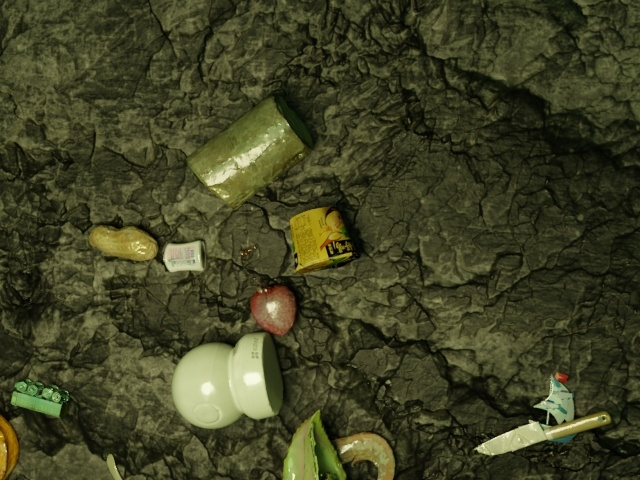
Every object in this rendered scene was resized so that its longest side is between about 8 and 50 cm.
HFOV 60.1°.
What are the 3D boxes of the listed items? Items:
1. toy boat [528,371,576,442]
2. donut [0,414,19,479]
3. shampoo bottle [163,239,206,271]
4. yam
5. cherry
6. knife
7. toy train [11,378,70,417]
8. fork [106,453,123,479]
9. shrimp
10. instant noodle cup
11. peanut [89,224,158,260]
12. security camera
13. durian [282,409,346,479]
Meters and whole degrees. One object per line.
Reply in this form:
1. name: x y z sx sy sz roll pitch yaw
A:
1. toy boat: 0.527 0.375 1.217 0.105 0.034 0.149 28 83 9
2. donut: -0.872 0.526 1.365 0.253 0.118 0.253 1 93 10
3. shampoo bottle: -0.323 0.039 1.308 0.099 0.043 0.072 -5 91 9
4. yam: -0.154 -0.190 1.222 0.268 0.161 0.161 -35 87 6
5. cherry: -0.117 0.110 1.265 0.107 0.090 0.225 -22 80 20
6. knife: 0.473 0.415 1.196 0.298 0.017 0.047 -29 80 24
7. toy train: -0.692 0.391 1.375 0.148 0.038 0.071 13 96 7
8. fork: -0.475 0.629 1.364 0.034 0.028 0.219 -30 84 15
9. shrimp: 0.063 0.524 1.273 0.219 0.046 0.152 -9 88 7
10. instant noodle cup: 0.000 0.000 1.220 0.151 0.151 0.122 -18 78 8
11. peanut: -0.465 0.001 1.311 0.174 0.080 0.080 11 94 9
12. security camera: -0.215 0.311 1.227 0.236 0.194 0.195 -11 91 4
13. durian: -0.014 0.556 1.148 0.157 0.169 0.355 -13 51 0
